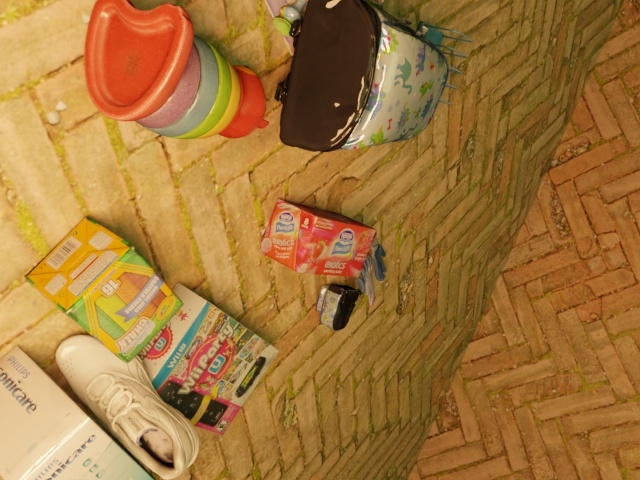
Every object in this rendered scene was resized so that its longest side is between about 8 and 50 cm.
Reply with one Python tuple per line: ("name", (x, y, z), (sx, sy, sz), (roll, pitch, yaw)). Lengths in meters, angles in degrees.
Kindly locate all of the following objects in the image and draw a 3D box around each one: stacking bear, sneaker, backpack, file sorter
("stacking bear", (-0.187, -0.230, 0.870), (0.289, 0.175, 0.164), (4, 106, -63))
("sneaker", (-0.308, 0.263, 0.930), (0.111, 0.297, 0.129), (-47, -176, -12))
("backpack", (0.099, -0.315, 1.134), (0.355, 0.273, 0.290), (-41, 148, -69))
("backpack", (0.039, 0.171, 1.498), (0.105, 0.084, 0.114), (8, 98, -58))
("file sorter", (0.290, -0.433, 1.425), (0.118, 0.104, 0.170), (-4, 114, -54))

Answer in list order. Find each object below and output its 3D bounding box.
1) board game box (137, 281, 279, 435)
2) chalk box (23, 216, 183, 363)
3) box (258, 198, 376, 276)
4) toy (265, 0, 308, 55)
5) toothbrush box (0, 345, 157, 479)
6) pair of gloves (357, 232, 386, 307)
("board game box", (-0.241, 0.249, 1.159), (0.224, 0.097, 0.303), (-56, 145, -11))
("chalk box", (-0.322, 0.092, 0.908), (0.132, 0.132, 0.213), (-51, 144, -19))
("box", (0.000, 0.000, 1.297), (0.257, 0.122, 0.128), (10, 103, -56))
("toy", (0.001, -0.467, 1.050), (0.237, 0.056, 0.137), (-55, 147, -14))
("toothbrush box", (-0.393, 0.330, 0.894), (0.126, 0.216, 0.295), (-45, 143, -27))
("pair of gloves", (0.142, 0.075, 1.585), (0.198, 0.023, 0.159), (-61, 143, -47))
